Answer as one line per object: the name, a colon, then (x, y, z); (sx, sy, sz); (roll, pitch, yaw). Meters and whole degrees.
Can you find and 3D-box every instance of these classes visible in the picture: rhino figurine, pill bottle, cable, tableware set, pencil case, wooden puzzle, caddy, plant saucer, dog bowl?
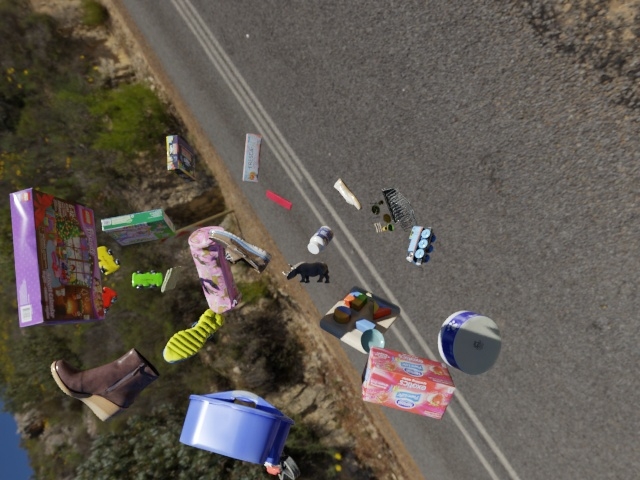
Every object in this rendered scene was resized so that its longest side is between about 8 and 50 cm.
rhino figurine: (-0.073, 0.157, 1.987); (0.073, 0.243, 0.106); (39, -129, -71)
pill bottle: (0.000, 0.000, 1.603); (0.067, 0.120, 0.067); (18, 131, 21)
cable: (-0.127, 0.697, 1.225); (0.139, 0.072, 0.287); (67, 157, 3)
tableware set: (0.292, -0.114, 1.877); (0.024, 0.104, 0.154); (-28, 73, 58)
pencil case: (-0.453, 0.127, 1.749); (0.160, 0.167, 0.386); (-95, -4, -61)
wooden puzzle: (0.216, 0.402, 2.167); (0.322, 0.348, 0.080); (24, 138, 29)
caddy: (-0.249, 0.551, 1.219); (0.341, 0.179, 0.241); (5, 153, 18)
plant saucer: (0.237, 0.470, 1.860); (0.119, 0.119, 0.021); (61, 156, 12)
dog bowl: (0.660, 0.449, 1.770); (0.265, 0.265, 0.104); (68, 162, -9)

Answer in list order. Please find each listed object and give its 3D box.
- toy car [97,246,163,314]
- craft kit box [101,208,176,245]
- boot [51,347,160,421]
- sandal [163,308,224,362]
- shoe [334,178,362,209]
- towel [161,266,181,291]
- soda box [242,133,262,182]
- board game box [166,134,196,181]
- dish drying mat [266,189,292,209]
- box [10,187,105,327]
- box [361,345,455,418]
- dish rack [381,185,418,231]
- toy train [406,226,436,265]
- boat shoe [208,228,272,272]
toy car: (-0.657, 0.141, 1.365); (0.053, 0.225, 0.239); (139, 128, -58)
craft kit box: (-0.801, -0.055, 1.795); (0.246, 0.250, 0.061); (121, 136, -75)
boot: (-0.638, 0.392, 1.202); (0.248, 0.207, 0.090); (48, 173, -9)
sandal: (-0.570, 0.444, 1.810); (0.126, 0.317, 0.138); (47, 131, 6)
shoe: (0.155, -0.248, 2.244); (0.219, 0.058, 0.076); (54, -169, 17)
towel: (-0.823, 0.213, 2.220); (0.027, 0.148, 0.110); (27, -170, 11)
soda box: (-0.267, -0.322, 1.566); (0.063, 0.058, 0.183); (-128, 45, -70)
board game box: (-0.570, -0.332, 1.651); (0.170, 0.048, 0.141); (55, -150, -80)
dish drying mat: (-0.122, -0.120, 1.183); (0.083, 0.008, 0.032); (29, 146, 3)
box: (-0.603, 0.047, 0.934); (0.201, 0.057, 0.293); (57, -160, -79)
box: (0.267, 0.441, 1.251); (0.122, 0.257, 0.128); (-80, 5, -71)
dish rack: (0.398, -0.141, 1.962); (0.208, 0.074, 0.271); (63, -178, -28)
toy train: (0.446, 0.024, 1.798); (0.105, 0.184, 0.080); (4, 158, 48)
boat shoe: (-0.226, 0.030, 1.091); (0.183, 0.066, 0.066); (25, 162, -4)
